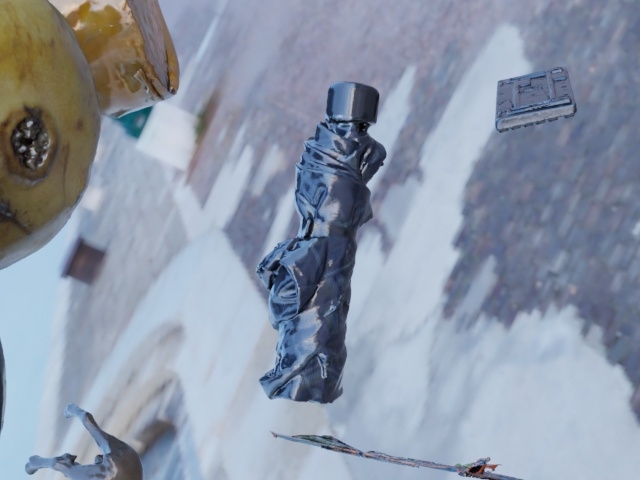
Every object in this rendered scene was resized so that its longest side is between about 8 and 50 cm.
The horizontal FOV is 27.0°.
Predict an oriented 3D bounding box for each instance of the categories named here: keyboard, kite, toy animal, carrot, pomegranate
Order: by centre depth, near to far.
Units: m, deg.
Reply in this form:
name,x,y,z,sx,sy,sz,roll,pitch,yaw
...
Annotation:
name,x,y,z,sx,sy,sz,roll,pitch,yaw
kite,0.067,0.099,0.588,0.159,0.190,0.010,56,-136,-79
pomegranate,-0.300,-0.096,1.038,0.260,0.260,0.260,-59,14,25
keyboard,0.168,-0.114,1.052,0.204,0.061,0.013,-61,-42,-73
toy animal,-0.190,0.272,1.246,0.094,0.186,0.214,-45,-27,-39
carrot,-0.322,-0.192,1.298,0.224,0.341,0.224,-15,-90,-82

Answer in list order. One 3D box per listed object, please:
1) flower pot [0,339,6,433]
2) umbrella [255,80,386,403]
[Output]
name,x,y,z,sx,sy,sz,roll,pitch,yaw
flower pot,-0.358,0.133,0.670,0.379,0.379,0.251,-63,17,10
umbrella,-0.002,0.000,0.918,0.080,0.071,0.224,13,-92,-81
